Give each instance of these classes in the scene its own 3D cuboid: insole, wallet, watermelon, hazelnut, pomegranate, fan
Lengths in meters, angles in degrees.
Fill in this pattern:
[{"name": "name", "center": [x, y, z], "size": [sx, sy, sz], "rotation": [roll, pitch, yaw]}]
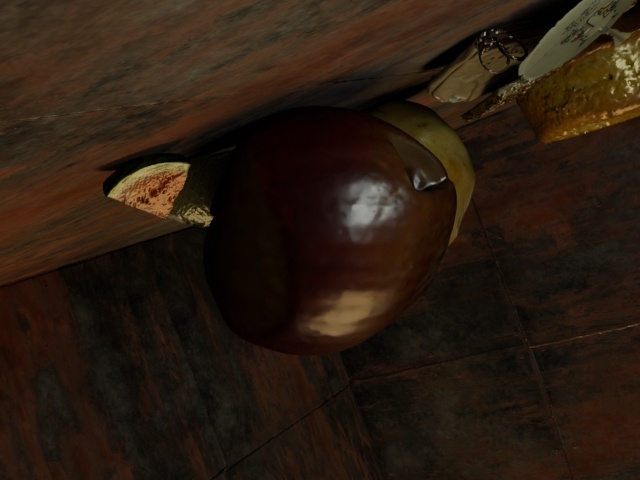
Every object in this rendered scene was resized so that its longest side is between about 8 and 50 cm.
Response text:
[{"name": "insole", "center": [0.255, -0.312, 1.571], "size": [0.253, 0.005, 0.086], "rotation": [-20, 180, 15]}, {"name": "wallet", "center": [0.318, -0.297, 1.344], "size": [0.335, 0.068, 0.275], "rotation": [-22, 180, -23]}, {"name": "watermelon", "center": [-0.241, -0.076, 1.229], "size": [0.125, 0.094, 0.135], "rotation": [-28, -173, -8]}, {"name": "hazelnut", "center": [0.000, 0.000, 1.324], "size": [0.402, 0.402, 0.429], "rotation": [-21, 162, -33]}, {"name": "pomegranate", "center": [0.136, -0.105, 1.657], "size": [0.332, 0.333, 0.332], "rotation": [-20, -179, 0]}, {"name": "fan", "center": [0.422, -0.316, 1.271], "size": [0.233, 0.012, 0.414], "rotation": [-41, 166, 30]}]

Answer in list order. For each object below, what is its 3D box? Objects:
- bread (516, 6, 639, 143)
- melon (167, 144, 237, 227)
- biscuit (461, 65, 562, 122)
[{"name": "bread", "center": [0.550, -0.320, 1.635], "size": [0.358, 0.204, 0.336], "rotation": [-21, -175, 44]}, {"name": "melon", "center": [-0.211, -0.087, 1.468], "size": [0.202, 0.140, 0.093], "rotation": [-22, -157, 8]}, {"name": "biscuit", "center": [0.323, -0.251, 1.445], "size": [0.131, 0.025, 0.231], "rotation": [-29, -179, -5]}]
